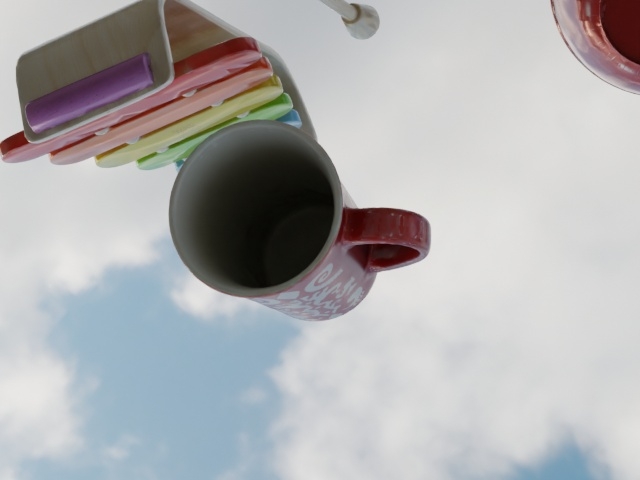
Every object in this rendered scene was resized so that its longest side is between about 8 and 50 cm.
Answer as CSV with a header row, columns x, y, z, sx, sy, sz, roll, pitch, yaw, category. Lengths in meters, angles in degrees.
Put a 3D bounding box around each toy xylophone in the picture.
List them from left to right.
x,y,z,sx,sy,sz,roll,pitch,yaw,category
-0.085,-0.119,1.063,0.236,0.323,0.081,-23,-101,24,toy xylophone

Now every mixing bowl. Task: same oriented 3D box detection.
x,y,z,sx,sy,sz,roll,pitch,yaw,category
0.253,-0.179,1.037,0.181,0.181,0.098,-19,-165,22,mixing bowl

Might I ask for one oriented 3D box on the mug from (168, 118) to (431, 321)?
x,y,z,sx,sy,sz,roll,pitch,yaw,category
-0.007,0.007,0.948,0.150,0.169,0.113,33,-93,18,mug
